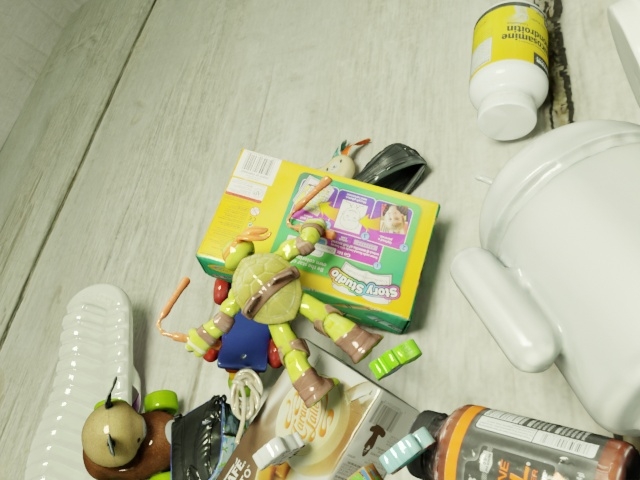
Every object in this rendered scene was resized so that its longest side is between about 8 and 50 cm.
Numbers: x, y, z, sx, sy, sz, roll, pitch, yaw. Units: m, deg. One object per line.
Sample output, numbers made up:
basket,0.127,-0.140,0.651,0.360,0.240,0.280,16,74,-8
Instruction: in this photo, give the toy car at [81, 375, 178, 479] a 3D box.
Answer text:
toy car,-0.267,0.269,0.766,0.149,0.188,0.155,-7,53,-12

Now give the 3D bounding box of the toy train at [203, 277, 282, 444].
toy train,-0.104,0.174,0.745,0.105,0.143,0.247,6,51,-4

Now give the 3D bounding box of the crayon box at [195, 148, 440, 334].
crayon box,0.000,0.000,0.724,0.279,0.081,0.165,17,68,6

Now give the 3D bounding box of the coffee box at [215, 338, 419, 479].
coffee box,-0.016,0.263,0.647,0.141,0.098,0.246,25,79,47

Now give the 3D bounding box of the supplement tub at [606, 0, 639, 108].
supplement tub,0.447,-0.217,0.523,0.272,0.191,0.191,-22,49,27

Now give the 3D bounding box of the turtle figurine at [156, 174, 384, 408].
turtle figurine,-0.035,0.058,0.610,0.269,0.087,0.217,-42,75,-12

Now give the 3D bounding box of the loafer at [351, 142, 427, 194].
loafer,0.065,-0.054,0.818,0.223,0.076,0.078,-45,35,1

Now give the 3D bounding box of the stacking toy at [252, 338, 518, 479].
stacking toy,0.054,0.220,0.513,0.221,0.052,0.167,-42,63,15

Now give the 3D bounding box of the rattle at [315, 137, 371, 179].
rattle,-0.014,-0.115,0.889,0.199,0.143,0.130,-59,24,-1

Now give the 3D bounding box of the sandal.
sandal,-0.377,0.281,0.940,0.170,0.102,0.415,-1,69,13

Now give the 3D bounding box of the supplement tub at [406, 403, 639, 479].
supplement tub,0.179,0.216,0.511,0.198,0.106,0.106,1,63,42

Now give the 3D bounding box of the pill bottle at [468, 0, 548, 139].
pill bottle,0.260,-0.233,0.759,0.103,0.103,0.184,-10,56,36

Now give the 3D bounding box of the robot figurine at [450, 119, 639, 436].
robot figurine,0.274,0.027,0.491,0.300,0.199,0.353,-10,45,-11

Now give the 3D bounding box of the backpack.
backpack,-0.148,0.290,0.750,0.105,0.084,0.114,-32,40,21
